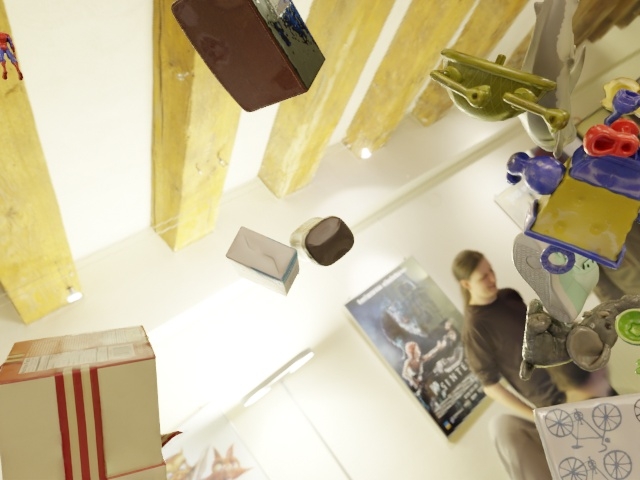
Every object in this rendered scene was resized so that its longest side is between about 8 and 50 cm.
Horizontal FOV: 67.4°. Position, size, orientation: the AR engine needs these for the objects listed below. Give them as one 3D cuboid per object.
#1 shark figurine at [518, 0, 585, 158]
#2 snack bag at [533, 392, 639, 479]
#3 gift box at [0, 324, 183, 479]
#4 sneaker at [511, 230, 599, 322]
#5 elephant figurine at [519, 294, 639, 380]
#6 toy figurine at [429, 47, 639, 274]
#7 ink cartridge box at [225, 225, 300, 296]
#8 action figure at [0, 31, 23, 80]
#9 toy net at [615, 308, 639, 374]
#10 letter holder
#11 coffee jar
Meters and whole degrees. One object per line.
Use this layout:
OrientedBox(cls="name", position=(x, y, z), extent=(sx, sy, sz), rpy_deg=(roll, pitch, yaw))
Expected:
OrientedBox(cls="shark figurine", position=(0.249, -0.210, 0.571), extent=(0.166, 0.116, 0.278), rpy_deg=(-48, -45, -39))
OrientedBox(cls="snack bag", position=(0.423, 0.334, 0.517), extent=(0.322, 0.343, 0.037), rpy_deg=(-7, -15, -2))
OrientedBox(cls="gift box", position=(-0.368, 0.304, 0.799), extent=(0.276, 0.258, 0.255), rpy_deg=(-3, 6, -21))
OrientedBox(cls="sneaker", position=(0.518, 0.042, 1.049), extent=(0.151, 0.256, 0.094), rpy_deg=(-46, 25, -18))
OrientedBox(cls="elephant figurine", position=(0.605, 0.226, 1.115), extent=(0.169, 0.239, 0.186), rpy_deg=(-54, -37, -48))
OrientedBox(cls="toy figurine", position=(0.265, -0.047, 0.512), extent=(0.191, 0.362, 0.217), rpy_deg=(-52, -21, -49))
OrientedBox(cls="ink cartridge box", position=(-0.096, 0.046, 0.857), extent=(0.181, 0.104, 0.062), rpy_deg=(91, -156, -73))
OrientedBox(cls="action figure", position=(-0.544, -0.323, 0.825), extent=(0.038, 0.115, 0.030), rpy_deg=(-14, -21, -36))
OrientedBox(cls="toy net", position=(0.662, 0.158, 0.847), extent=(0.232, 0.122, 0.045), rpy_deg=(-25, -41, 25))
OrientedBox(cls="letter holder", position=(-0.167, -0.482, 1.132), extent=(0.214, 0.302, 0.152), rpy_deg=(-10, 43, 35))
OrientedBox(cls="coffee jar", position=(0.000, 0.000, 0.933), extent=(0.096, 0.079, 0.184), rpy_deg=(-38, 9, -8))
